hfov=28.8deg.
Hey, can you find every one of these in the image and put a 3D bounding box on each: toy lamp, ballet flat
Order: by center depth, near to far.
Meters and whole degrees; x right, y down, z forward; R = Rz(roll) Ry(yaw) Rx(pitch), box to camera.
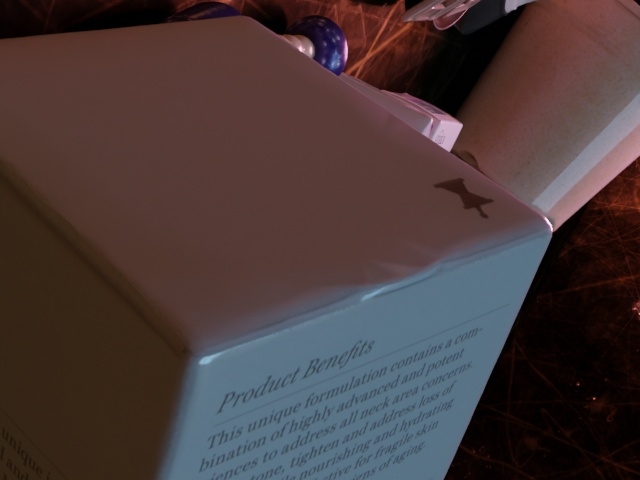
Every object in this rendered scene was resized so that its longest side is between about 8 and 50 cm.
[{"bbox_3d":[-0.061,-0.170,1.107,0.080,0.080,0.274,-65,164,16],"label":"toy lamp"},{"bbox_3d":[0.279,-0.382,1.634,0.280,0.096,0.095,-61,162,5],"label":"ballet flat"}]

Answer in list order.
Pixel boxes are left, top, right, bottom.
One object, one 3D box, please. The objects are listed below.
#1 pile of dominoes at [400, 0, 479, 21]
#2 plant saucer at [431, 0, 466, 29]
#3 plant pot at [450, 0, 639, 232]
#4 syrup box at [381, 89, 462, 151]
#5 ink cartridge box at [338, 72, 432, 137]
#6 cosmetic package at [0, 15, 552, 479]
[{"bbox_3d":[0.216,-0.330,1.418,0.251,0.040,0.196,-29,178,23],"label":"pile of dominoes"},{"bbox_3d":[0.172,-0.340,1.526,0.168,0.029,0.168,-50,159,-28],"label":"plant saucer"},{"bbox_3d":[0.352,-0.193,1.841,0.305,0.334,0.334,-49,162,4],"label":"plant pot"},{"bbox_3d":[0.080,-0.068,1.594,0.237,0.096,0.093,-63,161,14],"label":"syrup box"},{"bbox_3d":[0.000,0.000,1.377,0.226,0.131,0.306,-55,168,-30],"label":"ink cartridge box"},{"bbox_3d":[-0.109,0.095,0.884,0.329,0.327,0.394,-16,134,-45],"label":"cosmetic package"}]
